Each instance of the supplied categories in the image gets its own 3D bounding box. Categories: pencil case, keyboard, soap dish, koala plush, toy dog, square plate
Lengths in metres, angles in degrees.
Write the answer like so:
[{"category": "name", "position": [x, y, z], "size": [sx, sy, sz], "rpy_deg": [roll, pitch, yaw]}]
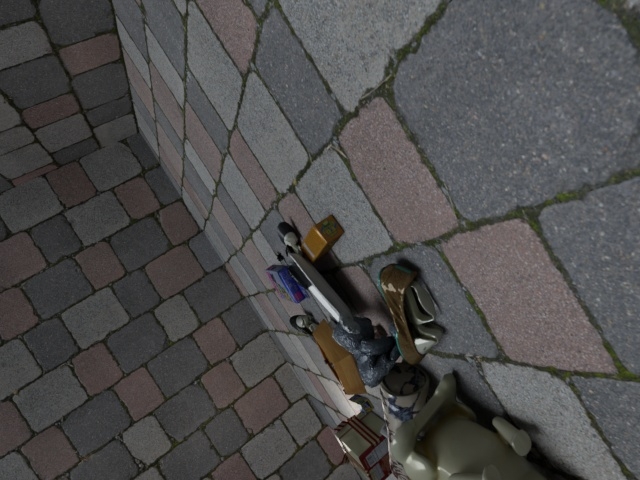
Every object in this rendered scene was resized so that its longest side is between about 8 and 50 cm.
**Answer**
[{"category": "pencil case", "position": [0.294, 0.607, 1.374], "size": [0.159, 0.183, 0.411], "rpy_deg": [-3, 109, 18]}, {"category": "keyboard", "position": [-0.128, 0.134, 1.767], "size": [0.202, 0.033, 0.317], "rpy_deg": [52, 172, 1]}, {"category": "soap dish", "position": [0.083, 0.505, 1.777], "size": [0.291, 0.118, 0.229], "rpy_deg": [41, 156, 60]}, {"category": "koala plush", "position": [0.136, 0.320, 1.295], "size": [0.221, 0.203, 0.196], "rpy_deg": [36, 152, 12]}, {"category": "toy dog", "position": [0.417, 0.628, 1.052], "size": [0.407, 0.284, 0.396], "rpy_deg": [26, 128, 41]}, {"category": "square plate", "position": [0.002, 0.189, 1.569], "size": [0.347, 0.049, 0.344], "rpy_deg": [50, 172, 5]}]

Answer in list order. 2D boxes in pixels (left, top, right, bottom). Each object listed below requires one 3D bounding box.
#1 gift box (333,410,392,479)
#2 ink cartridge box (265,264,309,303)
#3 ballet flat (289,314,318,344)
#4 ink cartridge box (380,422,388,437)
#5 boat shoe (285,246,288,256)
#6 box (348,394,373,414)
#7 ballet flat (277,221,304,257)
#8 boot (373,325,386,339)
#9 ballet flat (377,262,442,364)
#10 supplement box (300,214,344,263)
[{"category": "gift box", "position": [0.225, 1.030, 2.067], "size": [0.258, 0.276, 0.255], "rpy_deg": [10, 124, 64]}, {"category": "ink cartridge box", "position": [-0.174, 0.219, 2.076], "size": [0.186, 0.065, 0.311], "rpy_deg": [61, 157, -11]}, {"category": "ballet flat", "position": [-0.049, 0.435, 2.079], "size": [0.280, 0.095, 0.096], "rpy_deg": [28, 136, 33]}, {"category": "ink cartridge box", "position": [0.407, 0.952, 1.887], "size": [0.232, 0.066, 0.189], "rpy_deg": [39, 161, -12]}, {"category": "boat shoe", "position": [-0.130, 0.035, 1.743], "size": [0.043, 0.049, 0.137], "rpy_deg": [50, 162, 23]}, {"category": "box", "position": [0.209, 0.847, 2.130], "size": [0.059, 0.054, 0.169], "rpy_deg": [57, 159, 0]}, {"category": "ballet flat", "position": [-0.110, 0.011, 1.635], "size": [0.074, 0.074, 0.203], "rpy_deg": [36, 156, 43]}, {"category": "boot", "position": [0.181, 0.315, 1.474], "size": [0.106, 0.037, 0.114], "rpy_deg": [41, 160, 4]}, {"category": "ballet flat", "position": [0.258, 0.212, 1.107], "size": [0.124, 0.116, 0.343], "rpy_deg": [1, 120, 42]}, {"category": "supplement box", "position": [0.000, 0.000, 1.373], "size": [0.080, 0.078, 0.233], "rpy_deg": [53, 159, 9]}]
